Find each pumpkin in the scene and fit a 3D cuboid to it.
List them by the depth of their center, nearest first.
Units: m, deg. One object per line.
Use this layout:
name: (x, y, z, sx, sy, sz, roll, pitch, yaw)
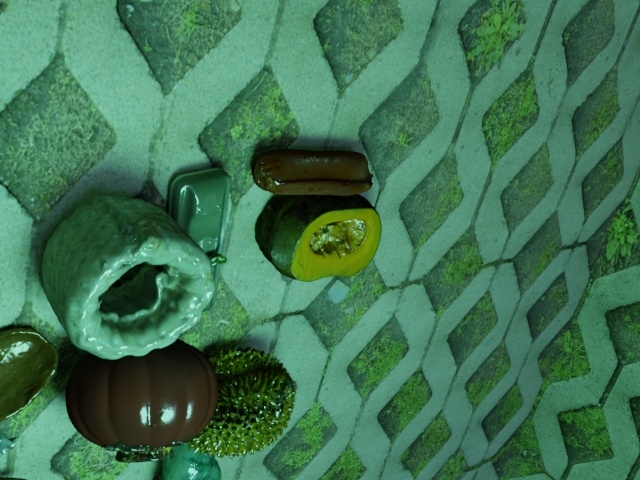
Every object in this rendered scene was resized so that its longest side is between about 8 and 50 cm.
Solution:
pumpkin: (0.000, 0.000, 1.993, 0.317, 0.139, 0.221, -6, 120, -47)

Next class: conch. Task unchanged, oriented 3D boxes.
conch: (-0.305, 0.551, 2.109, 0.196, 0.134, 0.202, -41, 140, -13)

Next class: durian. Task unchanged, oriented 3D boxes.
durian: (-0.199, 0.381, 2.006, 0.293, 0.258, 0.258, -16, 130, -31)

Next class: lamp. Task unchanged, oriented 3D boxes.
lamp: (-0.353, 0.305, 1.742, 0.303, 0.303, 0.257, 3, 80, -47)

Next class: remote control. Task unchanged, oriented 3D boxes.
remote control: (-0.254, 0.014, 1.792, 0.128, 0.065, 0.335, -14, 129, -35)

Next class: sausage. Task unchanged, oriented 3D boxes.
sausage: (-0.014, -0.146, 1.890, 0.330, 0.102, 0.102, -3, 121, -44)

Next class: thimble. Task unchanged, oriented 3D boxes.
thimble: (-0.357, 0.061, 1.604, 0.291, 0.195, 0.291, -24, 135, -27)

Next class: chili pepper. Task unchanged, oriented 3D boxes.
chili pepper: (-0.232, 0.055, 1.774, 0.091, 0.034, 0.030, -41, 174, -15)

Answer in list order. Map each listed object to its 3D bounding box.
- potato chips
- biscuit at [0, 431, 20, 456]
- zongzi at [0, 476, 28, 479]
potato chips: (-0.585, 0.248, 1.613, 0.150, 0.049, 0.201, 51, 55, -24)
biscuit: (-0.705, 0.357, 1.530, 0.186, 0.079, 0.309, -19, 153, 30)
zongzi: (-0.679, 0.473, 1.621, 0.300, 0.138, 0.286, -23, 155, -34)
